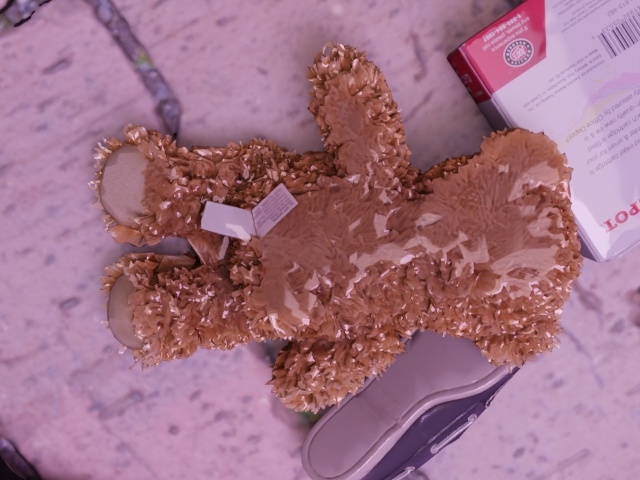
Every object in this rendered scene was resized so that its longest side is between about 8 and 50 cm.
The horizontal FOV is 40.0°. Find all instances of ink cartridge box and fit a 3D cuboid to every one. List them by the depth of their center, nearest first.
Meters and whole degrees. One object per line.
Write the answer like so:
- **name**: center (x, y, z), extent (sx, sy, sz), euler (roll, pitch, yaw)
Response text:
- **ink cartridge box**: center (0.189, -0.091, 0.604), extent (0.127, 0.072, 0.175), euler (-33, 94, 3)

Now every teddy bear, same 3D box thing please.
- **teddy bear**: center (0.000, 0.000, 0.605), extent (0.338, 0.113, 0.245), euler (-19, 85, 10)

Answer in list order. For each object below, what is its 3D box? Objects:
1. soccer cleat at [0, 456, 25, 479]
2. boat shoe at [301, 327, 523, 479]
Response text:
- **soccer cleat**: center (-0.238, 0.214, 0.619), extent (0.318, 0.108, 0.116), euler (25, 99, -5)
- **boat shoe**: center (0.081, 0.113, 0.641), extent (0.206, 0.075, 0.065), euler (-38, 137, -2)
